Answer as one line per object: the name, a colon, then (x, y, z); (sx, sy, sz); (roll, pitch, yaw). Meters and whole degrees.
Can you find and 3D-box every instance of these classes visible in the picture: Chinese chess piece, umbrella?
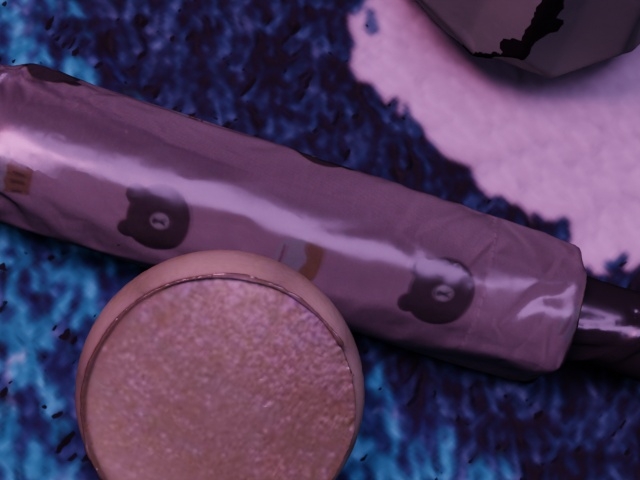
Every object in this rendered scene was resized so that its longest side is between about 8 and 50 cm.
Chinese chess piece: (-0.042, 0.064, 0.621); (0.122, 0.051, 0.122); (0, 99, -2)
umbrella: (0.000, 0.000, 0.669); (0.337, 0.067, 0.073); (18, 78, -4)

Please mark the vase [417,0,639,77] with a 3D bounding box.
vase: (0.128, -0.206, 0.607); (0.165, 0.360, 0.165); (3, 69, -8)
